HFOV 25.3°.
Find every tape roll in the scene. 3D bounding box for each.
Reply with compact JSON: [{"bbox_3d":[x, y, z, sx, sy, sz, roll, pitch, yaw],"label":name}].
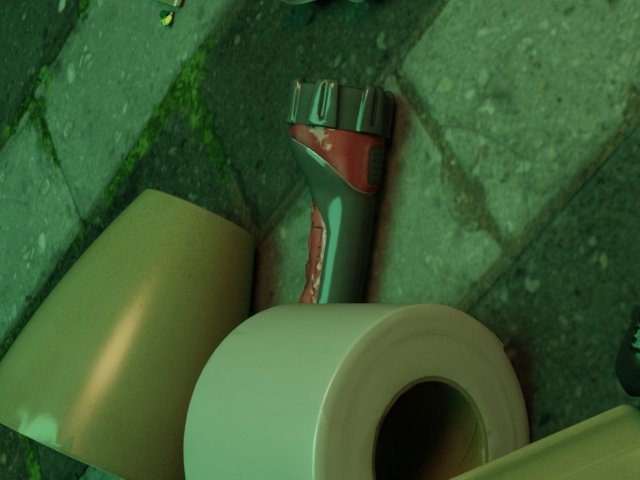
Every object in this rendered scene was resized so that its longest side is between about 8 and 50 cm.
[{"bbox_3d":[0.033,0.173,1.179,0.169,0.246,0.246,-2,82,50],"label":"tape roll"}]

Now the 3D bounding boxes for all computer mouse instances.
[{"bbox_3d":[0.288,0.011,1.053,0.041,0.071,0.242,32,103,38],"label":"computer mouse"}]

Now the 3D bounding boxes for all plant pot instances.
[{"bbox_3d":[-0.178,0.097,1.468,0.256,0.256,0.274,15,78,49],"label":"plant pot"}]

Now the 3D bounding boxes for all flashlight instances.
[{"bbox_3d":[0.000,0.000,1.361,0.103,0.103,0.304,-161,80,-75],"label":"flashlight"}]

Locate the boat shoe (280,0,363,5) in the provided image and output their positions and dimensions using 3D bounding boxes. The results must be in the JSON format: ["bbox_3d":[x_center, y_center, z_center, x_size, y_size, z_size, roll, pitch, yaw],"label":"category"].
[{"bbox_3d":[0.032,-0.270,1.379,0.226,0.083,0.076,-26,64,43],"label":"boat shoe"}]

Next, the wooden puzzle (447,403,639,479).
[{"bbox_3d":[0.195,0.261,1.041,0.044,0.221,0.238,80,166,-57],"label":"wooden puzzle"}]

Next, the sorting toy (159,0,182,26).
[{"bbox_3d":[-0.180,-0.295,1.683,0.062,0.012,0.083,26,100,43],"label":"sorting toy"}]
